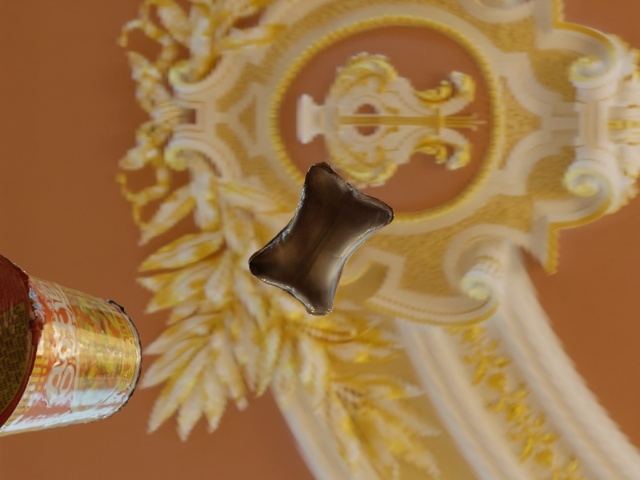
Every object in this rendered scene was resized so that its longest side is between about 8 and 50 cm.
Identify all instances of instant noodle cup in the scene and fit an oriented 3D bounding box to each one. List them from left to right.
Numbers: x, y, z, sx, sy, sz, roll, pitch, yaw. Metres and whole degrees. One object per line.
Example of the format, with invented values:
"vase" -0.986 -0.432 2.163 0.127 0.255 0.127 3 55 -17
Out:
"instant noodle cup" -0.281 0.107 1.433 0.193 0.212 0.193 -4 -99 28

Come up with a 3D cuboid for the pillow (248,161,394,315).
"pillow" -0.001 0.001 1.431 0.091 0.055 0.136 41 -72 19
